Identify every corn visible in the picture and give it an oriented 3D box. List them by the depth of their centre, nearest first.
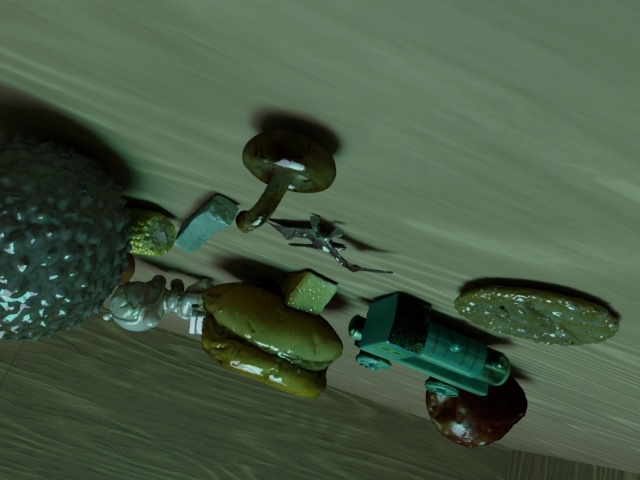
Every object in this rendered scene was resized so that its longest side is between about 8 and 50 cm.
[{"bbox_3d":[-0.361,-0.024,0.893,0.248,0.081,0.081,8,158,31],"label":"corn"}]

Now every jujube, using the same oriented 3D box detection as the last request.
[{"bbox_3d":[0.353,0.357,1.143,0.255,0.190,0.190,18,165,-40],"label":"jujube"}]

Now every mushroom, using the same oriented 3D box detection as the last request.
[{"bbox_3d":[-0.047,-0.063,0.509,0.129,0.073,0.088,-38,145,27],"label":"mushroom"}]

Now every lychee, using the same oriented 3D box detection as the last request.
[{"bbox_3d":[-0.399,-0.013,0.694,0.300,0.300,0.300,16,160,6],"label":"lychee"}]

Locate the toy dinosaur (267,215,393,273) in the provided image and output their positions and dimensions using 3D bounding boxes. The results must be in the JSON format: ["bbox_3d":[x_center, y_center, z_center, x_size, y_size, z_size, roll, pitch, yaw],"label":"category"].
[{"bbox_3d":[-0.001,0.001,0.716,0.220,0.032,0.108,25,165,10],"label":"toy dinosaur"}]

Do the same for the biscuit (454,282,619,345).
[{"bbox_3d":[0.303,0.108,0.733,0.220,0.033,0.220,14,160,5],"label":"biscuit"}]

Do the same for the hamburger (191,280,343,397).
[{"bbox_3d":[-0.107,0.185,1.042,0.314,0.170,0.290,26,175,-13],"label":"hamburger"}]

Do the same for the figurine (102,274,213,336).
[{"bbox_3d":[-0.395,0.153,1.250,0.257,0.182,0.144,4,143,-7],"label":"figurine"}]

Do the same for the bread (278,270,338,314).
[{"bbox_3d":[-0.023,0.082,0.974,0.084,0.080,0.109,27,-166,-24],"label":"bread"}]

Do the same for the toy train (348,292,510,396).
[{"bbox_3d":[0.205,0.204,0.957,0.298,0.120,0.194,23,155,-15],"label":"toy train"}]

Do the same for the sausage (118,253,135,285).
[{"bbox_3d":[-0.521,0.019,1.111,0.113,0.113,0.259,9,160,25],"label":"sausage"}]

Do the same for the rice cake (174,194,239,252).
[{"bbox_3d":[-0.188,-0.020,0.807,0.045,0.042,0.245,30,158,-18],"label":"rice cake"}]
